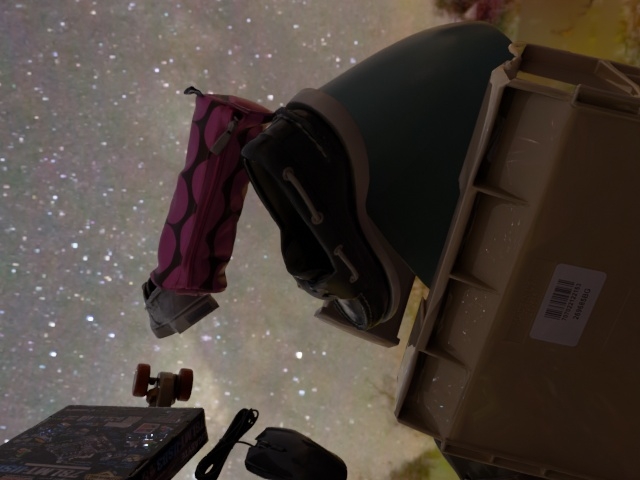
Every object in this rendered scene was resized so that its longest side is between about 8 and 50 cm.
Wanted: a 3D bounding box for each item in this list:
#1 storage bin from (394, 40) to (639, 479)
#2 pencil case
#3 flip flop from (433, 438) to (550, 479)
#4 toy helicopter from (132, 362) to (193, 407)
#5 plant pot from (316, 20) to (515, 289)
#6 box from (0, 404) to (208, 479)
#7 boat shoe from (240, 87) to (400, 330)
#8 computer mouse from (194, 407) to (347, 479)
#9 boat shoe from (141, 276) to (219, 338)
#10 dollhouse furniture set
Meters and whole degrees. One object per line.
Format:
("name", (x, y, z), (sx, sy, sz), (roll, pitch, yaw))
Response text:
("storage bin", (0.206, 0.030, 0.434), (0.123, 0.260, 0.262), (-72, -5, -63))
("pencil case", (-0.112, -0.043, 0.651), (0.098, 0.095, 0.209), (-142, 65, -65))
("flip flop", (0.240, 0.303, 0.838), (0.112, 0.277, 0.080), (-36, -46, -7))
("toy helicopter", (-0.415, 0.495, 1.599), (0.235, 0.140, 0.355), (-118, 43, -60))
("plant pot", (0.151, -0.121, 0.788), (0.293, 0.235, 0.293), (52, -170, -13))
("box", (-0.378, 0.356, 1.046), (0.293, 0.295, 0.073), (-34, -61, -72))
("boat shoe", (0.000, 0.000, 0.623), (0.091, 0.114, 0.303), (-42, -45, -22))
("computer mouse", (-0.097, 0.386, 1.082), (0.184, 0.262, 0.060), (-49, -42, -29))
("boat shoe", (-0.193, 0.075, 0.849), (0.079, 0.227, 0.081), (-33, -86, -24))
("dollhouse furniture set", (0.096, 0.108, 1.175), (0.303, 0.286, 0.198), (136, 156, -68))
